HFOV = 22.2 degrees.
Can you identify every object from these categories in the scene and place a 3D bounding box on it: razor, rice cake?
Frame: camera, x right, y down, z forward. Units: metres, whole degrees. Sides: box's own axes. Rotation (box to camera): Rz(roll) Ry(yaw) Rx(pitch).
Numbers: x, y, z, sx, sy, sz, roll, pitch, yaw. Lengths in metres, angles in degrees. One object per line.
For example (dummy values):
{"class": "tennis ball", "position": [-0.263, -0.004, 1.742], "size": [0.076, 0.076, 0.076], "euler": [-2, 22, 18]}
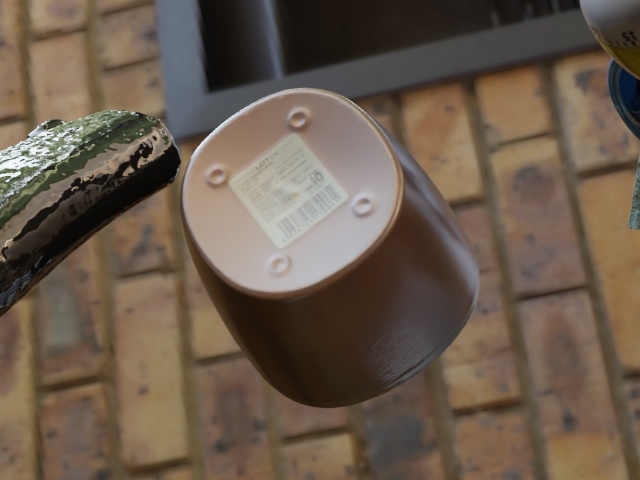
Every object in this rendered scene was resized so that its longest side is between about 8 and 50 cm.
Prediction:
{"class": "razor", "position": [-0.297, -0.027, 1.630], "size": [0.327, 0.189, 0.107], "euler": [-41, -56, -40]}
{"class": "rice cake", "position": [0.357, -0.070, 1.784], "size": [0.022, 0.021, 0.121], "euler": [-9, -67, -40]}

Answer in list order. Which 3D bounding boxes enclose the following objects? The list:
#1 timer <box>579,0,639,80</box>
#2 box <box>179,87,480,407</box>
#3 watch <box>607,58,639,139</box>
{"class": "timer", "position": [0.467, -0.274, 1.935], "size": [0.285, 0.285, 0.285], "euler": [-12, -90, -81]}
{"class": "box", "position": [0.000, 0.000, 1.690], "size": [0.216, 0.301, 0.301], "euler": [57, -158, -59]}
{"class": "watch", "position": [0.521, -0.195, 2.188], "size": [0.241, 0.274, 0.305], "euler": [-51, 0, -30]}
